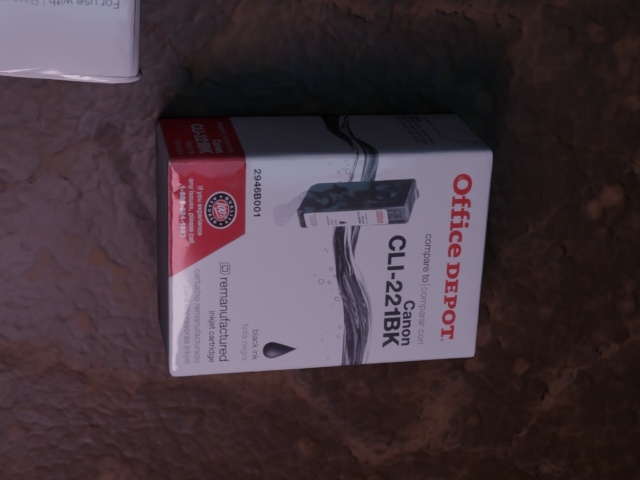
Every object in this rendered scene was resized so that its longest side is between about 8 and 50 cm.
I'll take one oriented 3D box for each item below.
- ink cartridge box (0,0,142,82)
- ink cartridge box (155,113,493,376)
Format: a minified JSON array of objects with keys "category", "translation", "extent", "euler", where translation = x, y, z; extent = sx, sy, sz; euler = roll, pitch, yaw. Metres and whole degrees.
[{"category":"ink cartridge box","translation":[-0.195,-0.327,0.830],"extent":[0.166,0.285,0.394],"euler":[1,112,-11]},{"category":"ink cartridge box","translation":[0.000,0.000,1.107],"extent":[0.273,0.114,0.197],"euler":[-3,113,-12]}]
